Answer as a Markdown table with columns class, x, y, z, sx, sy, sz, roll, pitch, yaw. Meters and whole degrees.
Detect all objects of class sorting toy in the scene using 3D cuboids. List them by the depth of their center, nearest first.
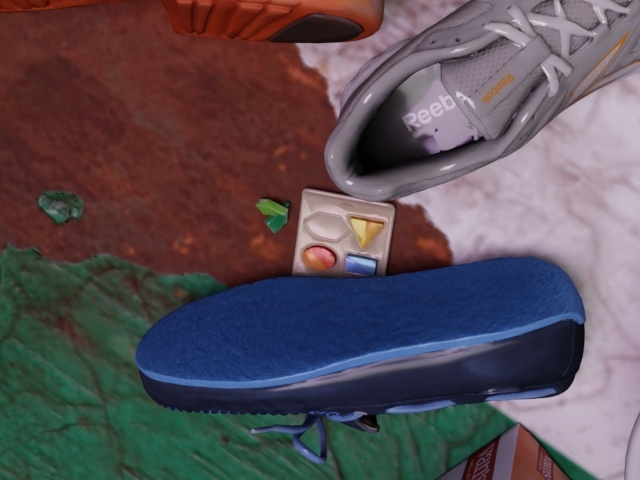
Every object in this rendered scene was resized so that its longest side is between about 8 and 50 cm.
| class | x | y | z | sx | sy | sz | roll | pitch | yaw |
| --- | --- | --- | --- | --- | --- | --- | --- | --- | --- |
| sorting toy | 0.000 | 0.000 | 0.659 | 0.083 | 0.012 | 0.062 | 11 | 111 | 11 |

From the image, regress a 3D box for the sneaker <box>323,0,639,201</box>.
| class | x | y | z | sx | sy | sz | roll | pitch | yaw |
| --- | --- | --- | --- | --- | --- | --- | --- | --- | --- |
| sneaker | 0.110 | -0.096 | 0.538 | 0.262 | 0.121 | 0.099 | -38 | 97 | 23 |

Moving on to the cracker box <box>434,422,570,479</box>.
| class | x | y | z | sx | sy | sz | roll | pitch | yaw |
| --- | --- | --- | --- | --- | --- | --- | --- | --- | --- |
| cracker box | 0.042 | 0.224 | 0.649 | 0.232 | 0.156 | 0.067 | -39 | 95 | 23 |

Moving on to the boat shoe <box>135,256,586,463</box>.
| class | x | y | z | sx | sy | sz | roll | pitch | yaw |
| --- | --- | --- | --- | --- | --- | --- | --- | --- | --- |
| boat shoe | 0.021 | 0.079 | 0.632 | 0.258 | 0.109 | 0.089 | -3 | 128 | 17 |

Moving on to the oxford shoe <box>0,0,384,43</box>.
| class | x | y | z | sx | sy | sz | roll | pitch | yaw |
| --- | --- | --- | --- | --- | --- | --- | --- | --- | --- |
| oxford shoe | -0.143 | -0.187 | 0.555 | 0.363 | 0.130 | 0.133 | 6 | 89 | -11 |

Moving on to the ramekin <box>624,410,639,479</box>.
| class | x | y | z | sx | sy | sz | roll | pitch | yaw |
| --- | --- | --- | --- | --- | --- | --- | --- | --- | --- |
| ramekin | 0.294 | 0.114 | 0.517 | 0.272 | 0.127 | 0.273 | 22 | 133 | 26 |
